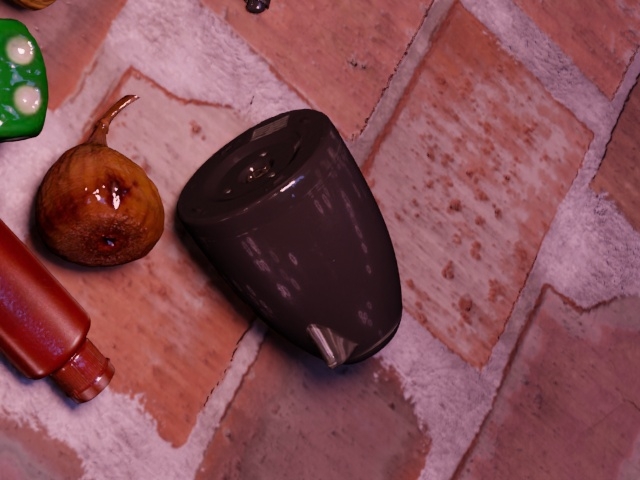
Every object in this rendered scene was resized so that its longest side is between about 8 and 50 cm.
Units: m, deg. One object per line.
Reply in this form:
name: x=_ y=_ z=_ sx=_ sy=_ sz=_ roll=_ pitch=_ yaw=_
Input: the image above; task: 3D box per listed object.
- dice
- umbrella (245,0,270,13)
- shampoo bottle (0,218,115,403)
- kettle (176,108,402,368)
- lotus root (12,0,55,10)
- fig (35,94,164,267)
dice: x=-0.368 y=-0.164 z=1.909 sx=0.120 sy=0.131 sz=0.128 roll=-9 pitch=93 yaw=-36
umbrella: x=-0.066 y=-0.341 z=2.204 sx=0.036 sy=0.031 sz=0.133 roll=14 pitch=77 yaw=-7
shampoo bottle: x=-0.328 y=0.069 z=1.959 sx=0.260 sy=0.064 sz=0.102 roll=51 pitch=63 yaw=-22
kettle: x=0.000 y=0.000 z=2.136 sx=0.290 sy=0.207 sz=0.268 roll=55 pitch=31 yaw=-25
lotus root: x=-0.330 y=-0.314 z=1.983 sx=0.135 sy=0.095 sz=0.159 roll=45 pitch=22 yaw=-30
fig: x=-0.250 y=-0.076 z=2.009 sx=0.146 sy=0.134 sz=0.201 roll=39 pitch=39 yaw=-57
